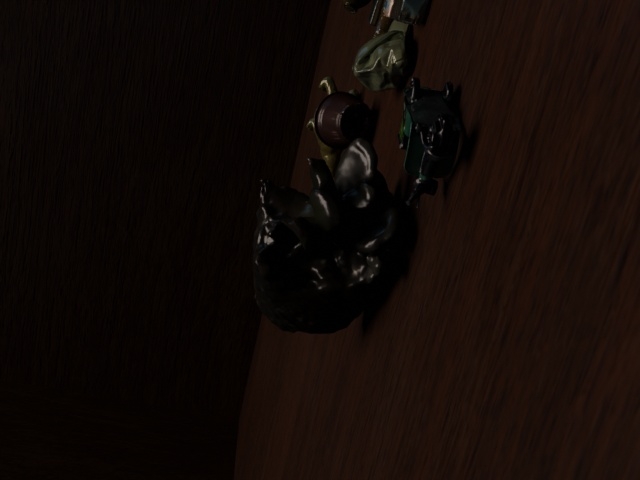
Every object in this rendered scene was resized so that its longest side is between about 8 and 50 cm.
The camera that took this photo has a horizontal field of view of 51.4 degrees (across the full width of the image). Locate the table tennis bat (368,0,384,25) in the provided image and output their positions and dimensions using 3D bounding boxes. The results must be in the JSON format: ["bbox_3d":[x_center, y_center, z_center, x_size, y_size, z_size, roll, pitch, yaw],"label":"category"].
[{"bbox_3d":[0.147,-0.559,1.282,0.173,0.023,0.301,-88,13,-50],"label":"table tennis bat"}]

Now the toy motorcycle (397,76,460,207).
[{"bbox_3d":[0.116,-0.113,0.719,0.173,0.058,0.100,-87,4,-56],"label":"toy motorcycle"}]

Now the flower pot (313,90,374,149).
[{"bbox_3d":[0.052,-0.220,1.226,0.089,0.111,0.111,-148,69,-69],"label":"flower pot"}]

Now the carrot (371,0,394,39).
[{"bbox_3d":[0.118,-0.395,1.182,0.049,0.049,0.254,-142,66,-82],"label":"carrot"}]

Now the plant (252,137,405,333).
[{"bbox_3d":[0.000,0.000,0.905,0.276,0.189,0.198,110,168,-51],"label":"plant"}]

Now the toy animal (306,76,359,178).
[{"bbox_3d":[0.035,-0.244,1.467,0.101,0.103,0.218,63,144,38],"label":"toy animal"}]

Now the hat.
[{"bbox_3d":[0.103,-0.302,1.054,0.122,0.081,0.166,116,174,-54],"label":"hat"}]

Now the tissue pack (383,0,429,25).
[{"bbox_3d":[0.131,-0.368,0.973,0.074,0.059,0.094,-88,12,-64],"label":"tissue pack"}]

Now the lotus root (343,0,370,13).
[{"bbox_3d":[0.094,-0.603,1.497,0.081,0.089,0.179,31,112,36],"label":"lotus root"}]
